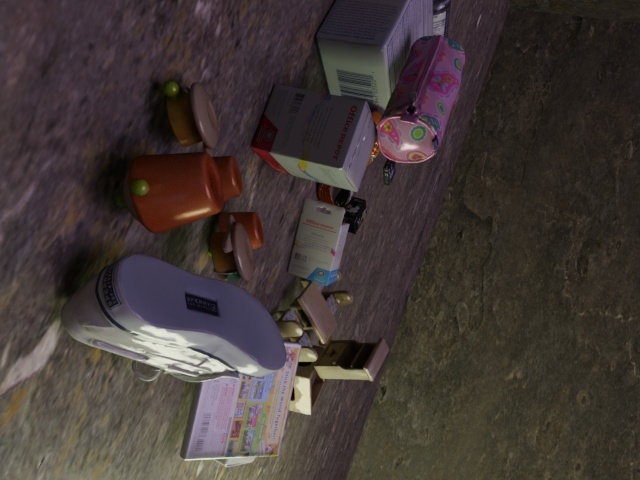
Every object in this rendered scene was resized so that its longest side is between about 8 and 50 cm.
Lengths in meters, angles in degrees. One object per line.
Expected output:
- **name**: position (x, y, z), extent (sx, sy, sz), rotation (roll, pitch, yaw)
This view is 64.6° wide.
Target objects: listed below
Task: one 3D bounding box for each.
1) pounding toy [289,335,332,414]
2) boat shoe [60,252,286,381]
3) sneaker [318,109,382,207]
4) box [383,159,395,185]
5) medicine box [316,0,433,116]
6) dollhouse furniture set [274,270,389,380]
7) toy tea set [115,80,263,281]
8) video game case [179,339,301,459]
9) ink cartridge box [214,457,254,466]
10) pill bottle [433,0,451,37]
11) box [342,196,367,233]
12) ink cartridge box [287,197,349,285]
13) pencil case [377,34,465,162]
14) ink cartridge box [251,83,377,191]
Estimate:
- **pounding toy**: position (-0.039, 0.320, 1.358), extent (0.206, 0.094, 0.180), rotation (-56, 149, -58)
- **boat shoe**: position (-0.197, 0.139, 0.713), extent (0.367, 0.157, 0.135), rotation (34, 34, -57)
- **sneaker**: position (0.071, -0.203, 1.171), extent (0.262, 0.099, 0.121), rotation (-58, -172, 43)
- **box**: position (0.234, -0.238, 1.706), extent (0.067, 0.018, 0.083), rotation (-61, 157, -29)
- **medicine box**: position (0.134, -0.429, 1.101), extent (0.289, 0.149, 0.263), rotation (-65, 159, -21)
- **dollhouse furniture set**: position (0.034, 0.211, 1.219), extent (0.212, 0.161, 0.242), rotation (-50, 121, -45)
- **toy tea set**: position (-0.176, -0.044, 0.715), extent (0.336, 0.125, 0.199), rotation (74, 6, -52)
- **video game case**: position (-0.144, 0.296, 0.962), extent (0.207, 0.026, 0.226), rotation (16, 82, -37)
- **ink cartridge box**: position (-0.161, 0.351, 1.060), extent (0.203, 0.086, 0.148), rotation (-67, 158, -13)
- **pill bottle**: position (0.286, -0.601, 1.385), extent (0.130, 0.131, 0.245), rotation (-58, 156, -34)
- **box**: position (0.090, -0.072, 1.420), extent (0.083, 0.052, 0.062), rotation (-61, 157, -26)
- **ink cartridge box**: position (0.000, 0.000, 1.166), extent (0.062, 0.105, 0.181), rotation (-12, 117, -68)
- **pencil case**: position (0.196, -0.275, 0.968), extent (0.124, 0.124, 0.284), rotation (81, 28, -51)
- **ink cartridge box**: position (-0.004, -0.180, 0.904), extent (0.128, 0.176, 0.127), rotation (-70, 160, -7)
